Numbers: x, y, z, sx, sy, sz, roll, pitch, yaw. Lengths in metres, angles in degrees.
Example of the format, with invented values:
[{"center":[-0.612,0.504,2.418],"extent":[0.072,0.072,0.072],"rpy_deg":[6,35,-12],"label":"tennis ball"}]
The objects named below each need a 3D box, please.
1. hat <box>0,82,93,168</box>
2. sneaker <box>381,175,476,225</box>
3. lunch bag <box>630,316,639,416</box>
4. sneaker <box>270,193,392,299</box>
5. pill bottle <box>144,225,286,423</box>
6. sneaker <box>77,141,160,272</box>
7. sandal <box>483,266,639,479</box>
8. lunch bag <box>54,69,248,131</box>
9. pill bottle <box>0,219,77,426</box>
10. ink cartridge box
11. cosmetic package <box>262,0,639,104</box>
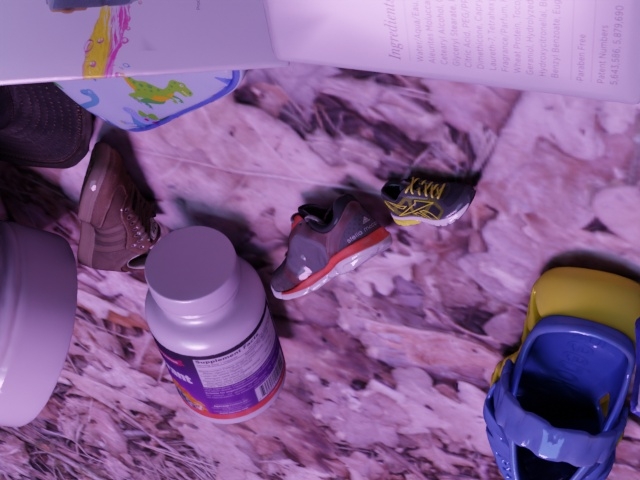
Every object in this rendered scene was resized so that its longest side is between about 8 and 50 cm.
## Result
[{"center":[-0.353,-0.123,1.043],"extent":[0.331,0.134,0.331],"rpy_deg":[19,148,13],"label":"hat"},{"center":[0.076,-0.031,0.951],"extent":[0.083,0.031,0.035],"rpy_deg":[-11,133,46],"label":"sneaker"},{"center":[0.309,0.084,0.882],"extent":[0.151,0.096,0.129],"rpy_deg":[20,151,-14],"label":"lunch bag"},{"center":[0.000,0.000,1.053],"extent":[0.065,0.061,0.158],"rpy_deg":[59,144,-1],"label":"sneaker"},{"center":[-0.097,0.075,1.172],"extent":[0.108,0.108,0.193],"rpy_deg":[15,147,20],"label":"pill bottle"},{"center":[-0.172,-0.027,1.136],"extent":[0.071,0.066,0.188],"rpy_deg":[11,156,-7],"label":"sneaker"},{"center":[0.184,0.151,1.047],"extent":[0.126,0.138,0.317],"rpy_deg":[15,150,15],"label":"sandal"},{"center":[-0.141,-0.175,0.839],"extent":[0.219,0.090,0.176],"rpy_deg":[42,147,-23],"label":"lunch bag"},{"center":[-0.430,0.041,1.135],"extent":[0.392,0.224,0.224],"rpy_deg":[16,158,-31],"label":"pill bottle"},{"center":[-0.110,-0.165,0.689],"extent":[0.176,0.128,0.127],"rpy_deg":[-4,119,-5],"label":"ink cartridge box"},{"center":[0.072,-0.176,0.596],"extent":[0.183,0.151,0.151],"rpy_deg":[9,146,14],"label":"cosmetic package"}]
